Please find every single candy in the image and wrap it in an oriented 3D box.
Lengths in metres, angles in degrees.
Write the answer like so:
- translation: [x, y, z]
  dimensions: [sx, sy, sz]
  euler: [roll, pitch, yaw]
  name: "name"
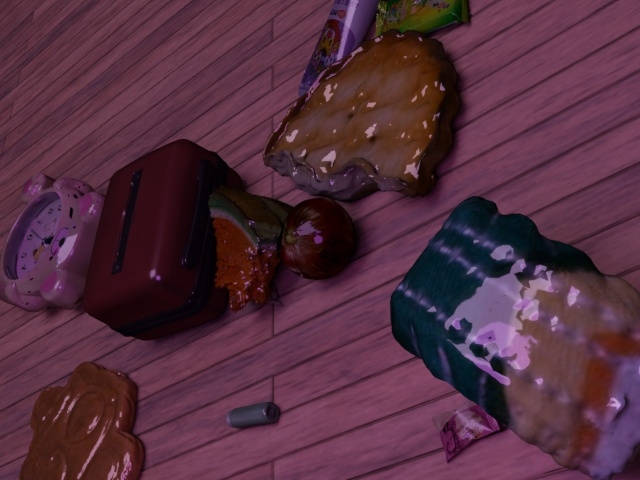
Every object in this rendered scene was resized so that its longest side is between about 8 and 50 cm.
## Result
- translation: [0.154, -0.348, 1.375]
  dimensions: [0.178, 0.032, 0.102]
  euler: [-11, 58, 43]
  name: "candy"

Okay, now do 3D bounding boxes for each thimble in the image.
- translation: [0.211, 0.091, 0.849]
  dimensions: [0.167, 0.254, 0.288]
  euler: [-56, 40, 4]
  name: "thimble"

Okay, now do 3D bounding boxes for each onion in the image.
- translation: [0.000, 0.000, 1.258]
  dimensions: [0.118, 0.118, 0.117]
  euler: [26, 119, 51]
  name: "onion"

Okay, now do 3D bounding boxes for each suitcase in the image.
- translation: [-0.256, 0.001, 1.481]
  dimensions: [0.236, 0.161, 0.297]
  euler: [-20, 51, 36]
  name: "suitcase"

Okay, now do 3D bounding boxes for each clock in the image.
- translation: [-0.543, 0.008, 1.820]
  dimensions: [0.309, 0.114, 0.284]
  euler: [7, 69, 47]
  name: "clock"

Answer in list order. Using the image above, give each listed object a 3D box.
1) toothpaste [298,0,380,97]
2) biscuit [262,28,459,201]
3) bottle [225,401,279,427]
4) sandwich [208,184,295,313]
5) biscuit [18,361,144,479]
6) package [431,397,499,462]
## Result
- translation: [0.048, -0.365, 1.478]
  dimensions: [0.114, 0.073, 0.299]
  euler: [30, 96, 52]
  name: "toothpaste"
- translation: [0.068, -0.152, 1.309]
  dimensions: [0.329, 0.078, 0.335]
  euler: [-40, 42, 17]
  name: "biscuit"
- translation: [-0.096, 0.244, 1.254]
  dimensions: [0.083, 0.030, 0.030]
  euler: [-18, 53, 40]
  name: "bottle"
- translation: [-0.104, 0.011, 1.369]
  dimensions: [0.185, 0.109, 0.160]
  euler: [36, 113, 49]
  name: "sandwich"
- translation: [-0.412, 0.336, 1.517]
  dimensions: [0.376, 0.051, 0.269]
  euler: [22, 81, 51]
  name: "biscuit"
- translation: [0.160, 0.206, 1.010]
  dimensions: [0.083, 0.029, 0.059]
  euler: [-45, 47, 32]
  name: "package"
